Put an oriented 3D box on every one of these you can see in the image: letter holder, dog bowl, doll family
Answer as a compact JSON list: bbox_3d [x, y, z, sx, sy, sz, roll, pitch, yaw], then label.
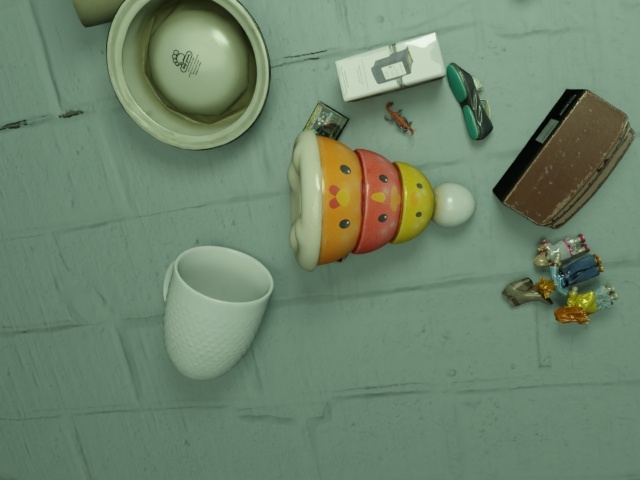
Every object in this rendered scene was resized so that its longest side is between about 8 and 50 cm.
[{"bbox_3d":[0.601,-0.174,1.219,0.214,0.152,0.301,32,109,0],"label":"letter holder"},{"bbox_3d":[-0.317,-0.447,1.303,0.408,0.150,0.407,2,116,4],"label":"dog bowl"},{"bbox_3d":[0.642,0.116,1.295,0.163,0.118,0.262,-26,97,7],"label":"doll family"}]

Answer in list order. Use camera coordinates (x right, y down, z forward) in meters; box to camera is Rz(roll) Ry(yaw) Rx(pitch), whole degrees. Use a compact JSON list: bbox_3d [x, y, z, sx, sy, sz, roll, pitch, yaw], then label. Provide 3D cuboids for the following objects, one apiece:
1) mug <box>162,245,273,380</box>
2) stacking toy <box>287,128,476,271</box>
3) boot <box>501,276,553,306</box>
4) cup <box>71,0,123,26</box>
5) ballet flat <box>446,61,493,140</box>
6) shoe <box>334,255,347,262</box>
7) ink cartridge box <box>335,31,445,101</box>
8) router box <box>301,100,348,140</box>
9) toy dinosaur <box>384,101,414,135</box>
[{"bbox_3d":[-0.342,0.200,1.484,0.374,0.276,0.328,38,121,32],"label":"mug"},{"bbox_3d":[0.163,-0.104,1.289,0.480,0.350,0.350,-2,106,-8],"label":"stacking toy"},{"bbox_3d":[0.556,0.154,1.381,0.118,0.042,0.087,43,118,-6],"label":"boot"},{"bbox_3d":[-0.490,-0.704,1.240,0.237,0.331,0.331,-9,105,-13],"label":"cup"},{"bbox_3d":[0.377,-0.350,1.265,0.074,0.074,0.203,-21,94,17],"label":"ballet flat"},{"bbox_3d":[0.000,0.000,1.429,0.178,0.081,0.063,32,109,2],"label":"shoe"},{"bbox_3d":[0.172,-0.411,1.229,0.237,0.172,0.100,-11,103,15],"label":"ink cartridge box"},{"bbox_3d":[0.007,-0.297,1.367,0.092,0.038,0.122,32,109,1],"label":"router box"},{"bbox_3d":[0.202,-0.319,1.307,0.082,0.090,0.047,36,95,-33],"label":"toy dinosaur"}]
